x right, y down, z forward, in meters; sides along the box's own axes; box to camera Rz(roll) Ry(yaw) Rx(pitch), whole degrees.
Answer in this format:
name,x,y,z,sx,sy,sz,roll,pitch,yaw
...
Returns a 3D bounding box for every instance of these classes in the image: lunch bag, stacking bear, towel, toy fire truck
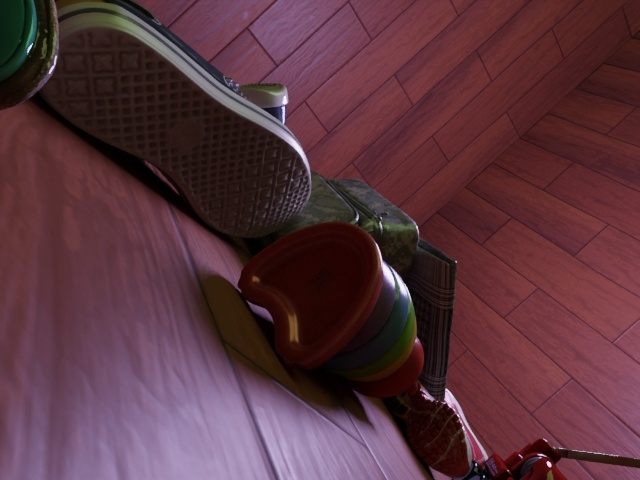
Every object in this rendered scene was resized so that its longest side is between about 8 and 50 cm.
name,x,y,z,sx,sy,sz,roll,pitch,yaw
lunch bag,0.000,0.000,1.061,0.256,0.212,0.305,1,27,-27
stacking bear,0.052,0.118,0.731,0.175,0.164,0.289,50,-2,43
towel,0.156,0.135,1.104,0.324,0.056,0.312,-139,-133,-64
toy fire truck,0.345,0.362,0.817,0.158,0.246,0.217,48,1,8

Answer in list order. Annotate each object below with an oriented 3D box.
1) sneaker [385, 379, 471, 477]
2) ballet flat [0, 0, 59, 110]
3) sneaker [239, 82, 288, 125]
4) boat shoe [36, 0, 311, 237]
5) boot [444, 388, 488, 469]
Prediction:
name,x,y,z,sx,sy,sz,roll,pitch,yaw
sneaker,0.188,0.304,0.903,0.092,0.088,0.225,49,1,-18
ballet flat,-0.264,-0.182,0.400,0.316,0.108,0.106,49,-12,19
sneaker,-0.207,-0.234,1.097,0.350,0.131,0.148,18,-61,41
boat shoe,-0.168,-0.150,0.753,0.156,0.187,0.500,56,11,33
boot,0.224,0.341,1.101,0.176,0.088,0.244,44,7,-45
